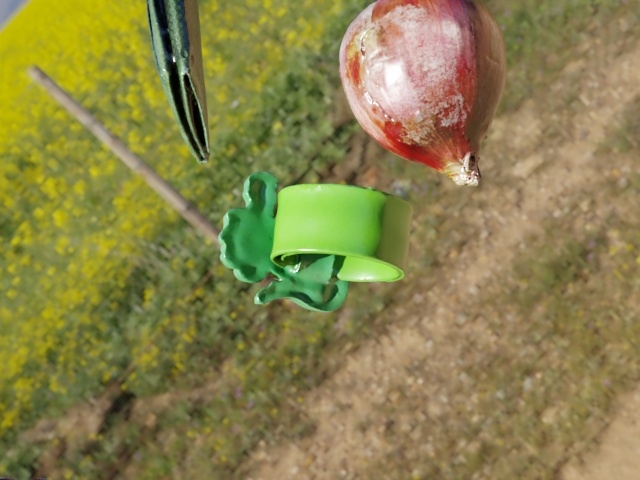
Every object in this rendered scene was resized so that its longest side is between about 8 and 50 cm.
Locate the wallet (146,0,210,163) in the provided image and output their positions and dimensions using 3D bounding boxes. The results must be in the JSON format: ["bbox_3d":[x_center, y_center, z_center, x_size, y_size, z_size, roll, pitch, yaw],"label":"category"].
[{"bbox_3d":[-0.142,-0.211,1.216,0.055,0.160,0.236,-9,61,2],"label":"wallet"}]

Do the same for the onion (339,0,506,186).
[{"bbox_3d":[0.103,-0.135,1.122,0.159,0.195,0.159,-14,-17,-4],"label":"onion"}]

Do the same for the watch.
[{"bbox_3d":[0.000,0.000,1.170,0.152,0.165,0.131,-14,63,63],"label":"watch"}]

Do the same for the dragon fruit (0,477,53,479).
[{"bbox_3d":[-0.283,0.320,1.074,0.241,0.241,0.252,-40,22,20],"label":"dragon fruit"}]
